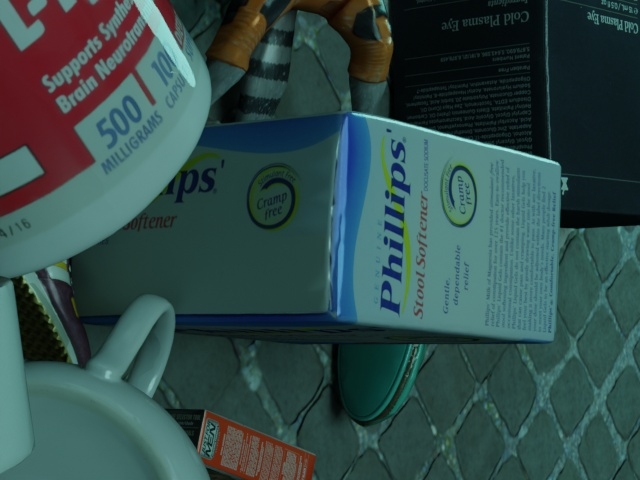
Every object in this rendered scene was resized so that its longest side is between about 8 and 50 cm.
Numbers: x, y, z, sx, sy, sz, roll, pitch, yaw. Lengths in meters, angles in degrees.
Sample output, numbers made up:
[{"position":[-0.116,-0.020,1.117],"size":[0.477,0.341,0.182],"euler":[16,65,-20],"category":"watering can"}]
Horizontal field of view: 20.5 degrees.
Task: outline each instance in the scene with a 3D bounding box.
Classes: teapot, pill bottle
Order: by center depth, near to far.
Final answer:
[{"position":[-0.250,-0.189,1.032],"size":[0.408,0.229,0.229],"euler":[58,47,-34],"category":"pill bottle"},{"position":[-0.177,0.196,1.191],"size":[0.187,0.256,0.253],"euler":[49,17,-82],"category":"teapot"}]

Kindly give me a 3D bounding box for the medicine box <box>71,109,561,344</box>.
[{"position":[0.000,0.000,1.359],"size":[0.289,0.263,0.149],"euler":[8,82,-50],"category":"medicine box"}]

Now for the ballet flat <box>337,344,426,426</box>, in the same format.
[{"position":[0.069,0.045,1.590],"size":[0.087,0.083,0.247],"euler":[13,79,-60],"category":"ballet flat"}]

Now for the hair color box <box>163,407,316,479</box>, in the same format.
[{"position":[-0.075,0.172,1.409],"size":[0.141,0.072,0.043],"euler":[29,66,-45],"category":"hair color box"}]

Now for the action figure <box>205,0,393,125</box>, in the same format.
[{"position":[-0.064,-0.239,1.407],"size":[0.341,0.178,0.330],"euler":[3,83,-22],"category":"action figure"}]

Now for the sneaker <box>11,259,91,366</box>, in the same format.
[{"position":[-0.199,0.011,1.267],"size":[0.084,0.069,0.186],"euler":[-44,122,-36],"category":"sneaker"}]

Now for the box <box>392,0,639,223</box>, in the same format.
[{"position":[0.236,-0.173,1.730],"size":[0.343,0.179,0.313],"euler":[3,84,-51],"category":"box"}]

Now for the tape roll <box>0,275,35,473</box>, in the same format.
[{"position":[-0.304,0.087,0.967],"size":[0.286,0.286,0.100],"euler":[-13,98,-51],"category":"tape roll"}]
